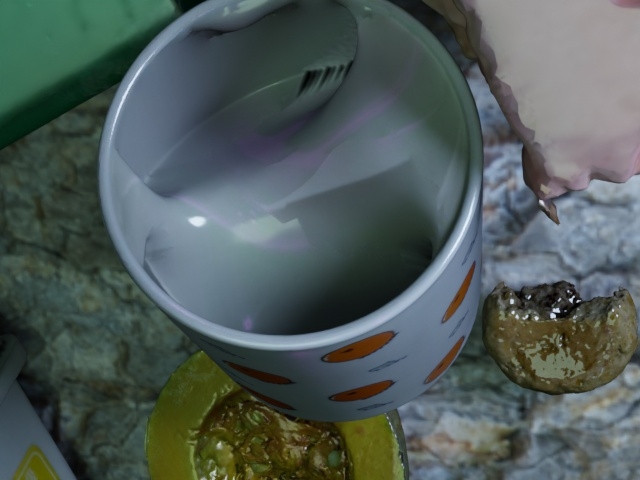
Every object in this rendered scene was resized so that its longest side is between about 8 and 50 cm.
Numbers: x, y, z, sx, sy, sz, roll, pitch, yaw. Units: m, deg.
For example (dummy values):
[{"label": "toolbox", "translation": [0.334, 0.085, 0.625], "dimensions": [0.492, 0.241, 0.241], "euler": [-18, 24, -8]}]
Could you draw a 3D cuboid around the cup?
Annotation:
[{"label": "cup", "translation": [0.000, 0.000, 0.983], "dimensions": [0.212, 0.317, 0.212], "euler": [-2, 73, 6]}]

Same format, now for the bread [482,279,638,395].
[{"label": "bread", "translation": [0.174, 0.069, 1.124], "dimensions": [0.113, 0.060, 0.082], "euler": [5, 114, 15]}]

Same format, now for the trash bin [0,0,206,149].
[{"label": "trash bin", "translation": [-0.248, -0.144, 1.035], "dimensions": [0.381, 0.259, 0.295], "euler": [-22, 106, 19]}]

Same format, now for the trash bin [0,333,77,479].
[{"label": "trash bin", "translation": [-0.315, 0.285, 1.259], "dimensions": [0.296, 0.256, 0.368], "euler": [-23, 114, 21]}]

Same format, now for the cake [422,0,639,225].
[{"label": "cake", "translation": [0.183, -0.238, 0.847], "dimensions": [0.293, 0.307, 0.314], "euler": [-28, 104, 22]}]

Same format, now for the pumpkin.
[{"label": "pumpkin", "translation": [-0.018, 0.163, 1.200], "dimensions": [0.217, 0.110, 0.217], "euler": [8, 110, 24]}]
